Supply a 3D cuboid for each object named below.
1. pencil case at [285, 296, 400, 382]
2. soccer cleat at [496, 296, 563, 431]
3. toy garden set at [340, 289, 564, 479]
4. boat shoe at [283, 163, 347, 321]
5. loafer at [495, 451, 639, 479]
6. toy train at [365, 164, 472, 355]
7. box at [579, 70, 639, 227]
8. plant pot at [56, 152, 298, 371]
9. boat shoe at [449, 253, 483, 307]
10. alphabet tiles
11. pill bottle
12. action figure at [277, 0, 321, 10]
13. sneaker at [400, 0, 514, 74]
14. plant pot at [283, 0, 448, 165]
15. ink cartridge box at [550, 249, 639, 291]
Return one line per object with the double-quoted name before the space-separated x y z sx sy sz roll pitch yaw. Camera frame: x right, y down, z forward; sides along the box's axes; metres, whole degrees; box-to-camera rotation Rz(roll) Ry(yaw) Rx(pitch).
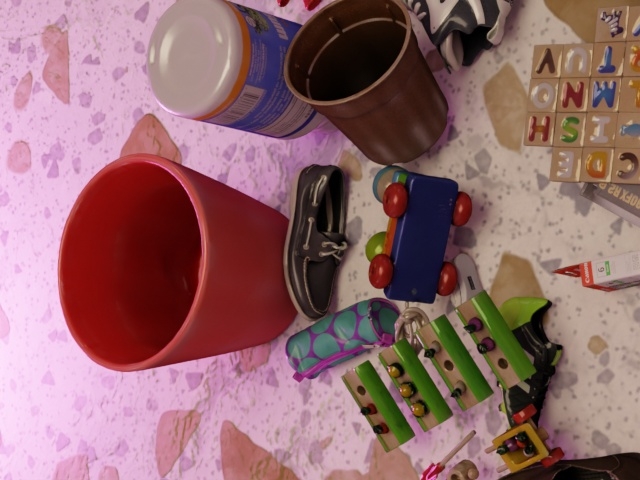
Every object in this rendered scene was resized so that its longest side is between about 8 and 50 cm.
"pencil case" 0.028 0.125 1.812 0.152 0.064 0.070 -27 42 34
"soccer cleat" 0.242 0.152 1.647 0.072 0.060 0.178 -8 79 25
"toy garden set" 0.146 0.200 1.640 0.244 0.049 0.203 -36 83 41
"boat shoe" 0.000 0.000 1.844 0.065 0.075 0.206 -10 74 40
"loafer" 0.263 0.279 1.599 0.220 0.078 0.080 -24 70 34
"toy train" 0.094 0.033 1.747 0.143 0.105 0.248 -142 61 -67
"box" 0.416 -0.078 1.533 0.231 0.056 0.183 33 105 37
"plant pot" -0.165 0.037 1.862 0.275 0.243 0.274 -5 82 37
"boat shoe" 0.174 0.068 1.727 0.035 0.035 0.100 -37 63 52
"alphabet tiles" 0.330 -0.160 1.572 0.237 0.009 0.198 5 87 40
"pill bottle" -0.074 -0.209 1.799 0.152 0.272 0.152 -4 83 38
"action figure" -0.070 -0.455 1.943 0.139 0.091 0.280 -53 57 29
"sneaker" 0.133 -0.277 1.756 0.235 0.094 0.153 1 77 28
"plant pot" 0.068 -0.185 1.731 0.167 0.165 0.167 -17 51 23
"ink cartridge box" 0.321 0.038 1.591 0.115 0.063 0.029 -16 73 37
